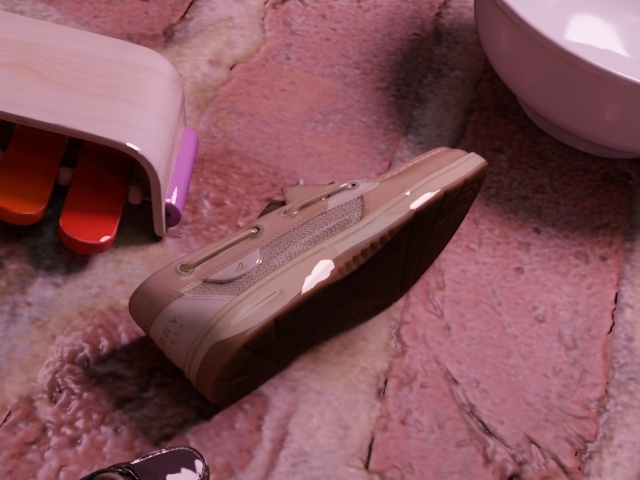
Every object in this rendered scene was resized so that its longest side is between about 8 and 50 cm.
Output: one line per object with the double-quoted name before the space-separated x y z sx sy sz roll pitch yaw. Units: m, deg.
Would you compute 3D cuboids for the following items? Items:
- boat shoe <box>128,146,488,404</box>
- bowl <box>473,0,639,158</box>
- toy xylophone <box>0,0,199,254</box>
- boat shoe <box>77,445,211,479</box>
"boat shoe" 0.000 0.000 1.200 0.098 0.109 0.302 40 50 21
"bowl" 0.248 -0.162 1.451 0.298 0.134 0.298 11 40 -10
"toy xylophone" -0.233 -0.118 1.255 0.323 0.081 0.236 19 40 0
"boat shoe" -0.119 0.158 1.018 0.056 0.049 0.152 38 44 21
